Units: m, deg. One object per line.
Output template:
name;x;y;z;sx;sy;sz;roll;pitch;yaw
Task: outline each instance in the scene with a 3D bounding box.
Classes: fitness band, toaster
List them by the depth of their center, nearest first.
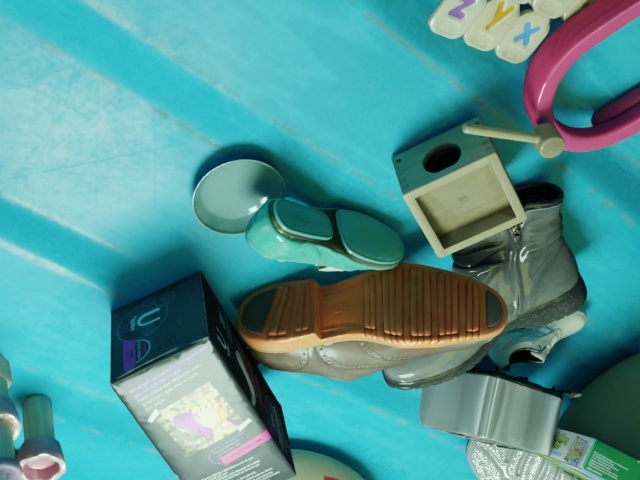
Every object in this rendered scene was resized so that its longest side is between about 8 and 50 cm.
fitness band;0.390;-0.226;1.256;0.291;0.054;0.209;-34;139;9
toaster;0.271;0.260;1.564;0.168;0.186;0.110;21;76;-34

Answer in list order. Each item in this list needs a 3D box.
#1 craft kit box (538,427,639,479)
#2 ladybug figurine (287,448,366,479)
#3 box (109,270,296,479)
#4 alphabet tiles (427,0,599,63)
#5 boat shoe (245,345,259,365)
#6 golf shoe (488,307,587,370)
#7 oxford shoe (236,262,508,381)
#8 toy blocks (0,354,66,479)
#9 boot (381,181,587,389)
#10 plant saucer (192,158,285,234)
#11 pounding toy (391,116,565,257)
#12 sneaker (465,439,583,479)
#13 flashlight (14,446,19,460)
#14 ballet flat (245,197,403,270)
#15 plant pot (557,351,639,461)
craft kit box;0.471;0.370;1.566;0.250;0.246;0.061;28;79;-6
ladybug figurine;-0.037;0.517;1.701;0.305;0.162;0.449;-33;133;10
box;-0.158;0.207;1.351;0.143;0.165;0.270;-25;121;3
alphabet tiles;0.252;-0.328;1.126;0.284;0.021;0.278;11;129;-38
boat shoe;-0.129;0.200;1.473;0.125;0.038;0.046;-35;132;13
golf shoe;0.344;0.159;1.574;0.176;0.086;0.069;-18;132;-6
oxford shoe;0.076;0.121;1.386;0.364;0.130;0.132;-2;140;14
toy blocks;-0.511;0.281;1.258;0.289;0.260;0.309;-24;134;2
boot;0.204;0.057;1.435;0.338;0.118;0.222;-30;127;-2
plant saucer;-0.104;-0.059;1.265;0.119;0.021;0.119;-9;132;-11
pounding toy;0.201;-0.104;1.277;0.206;0.094;0.181;-25;130;12
sneaker;0.403;0.415;1.798;0.321;0.180;0.124;28;100;1
flashlight;-0.562;0.408;1.460;0.304;0.103;0.103;-26;132;5
ballet flat;0.000;0.000;1.314;0.247;0.083;0.087;14;146;-43
plant pot;0.561;0.297;1.677;0.284;0.284;0.191;34;80;-38
